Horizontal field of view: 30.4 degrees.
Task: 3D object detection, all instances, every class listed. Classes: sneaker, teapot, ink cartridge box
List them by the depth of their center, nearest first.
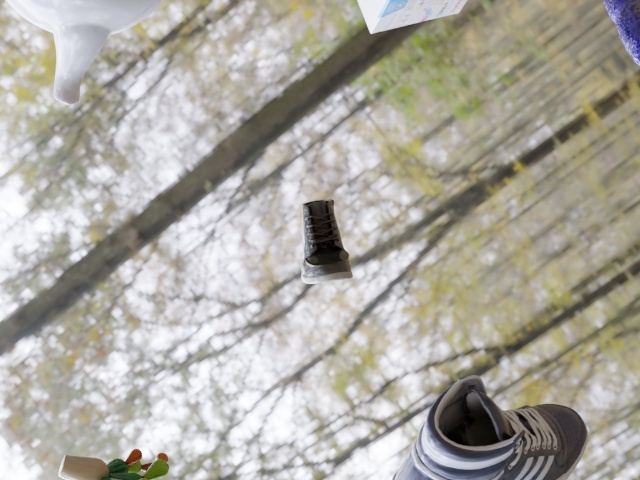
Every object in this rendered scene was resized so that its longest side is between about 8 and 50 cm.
[{"bbox_3d":[0.205,0.206,1.261,0.282,0.153,0.099,-15,-132,-35],"label":"sneaker"},{"bbox_3d":[-0.296,-0.342,1.397,0.252,0.187,0.256,43,-124,-6],"label":"teapot"},{"bbox_3d":[0.121,-0.324,1.431,0.092,0.143,0.089,126,126,-69],"label":"ink cartridge box"},{"bbox_3d":[0.000,0.000,1.965,0.222,0.083,0.118,-129,33,-76],"label":"sneaker"}]

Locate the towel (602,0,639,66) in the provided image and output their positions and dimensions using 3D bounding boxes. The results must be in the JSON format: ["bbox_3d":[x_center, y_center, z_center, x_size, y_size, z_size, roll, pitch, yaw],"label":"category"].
[{"bbox_3d":[0.496,-0.296,1.520,0.308,0.228,0.076,-76,-31,-65],"label":"towel"}]

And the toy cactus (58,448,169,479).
[{"bbox_3d":[-0.320,0.382,1.842,0.181,0.112,0.219,19,-165,-13],"label":"toy cactus"}]
